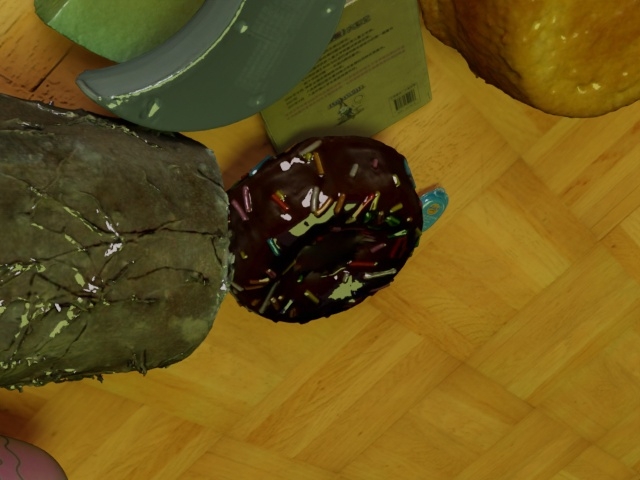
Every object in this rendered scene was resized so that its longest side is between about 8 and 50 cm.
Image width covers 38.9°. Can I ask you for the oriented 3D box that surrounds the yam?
[{"bbox_3d":[-0.253,-0.001,0.670,0.348,0.241,0.241,2,127,-36],"label":"yam"}]

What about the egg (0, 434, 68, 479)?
[{"bbox_3d":[-0.378,0.278,0.872,0.271,0.196,0.196,-11,133,-18],"label":"egg"}]

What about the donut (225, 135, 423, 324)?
[{"bbox_3d":[0.000,0.000,0.910,0.235,0.089,0.235,-19,146,-13],"label":"donut"}]

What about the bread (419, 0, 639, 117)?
[{"bbox_3d":[0.238,-0.255,0.775,0.312,0.172,0.312,-18,138,-17],"label":"bread"}]

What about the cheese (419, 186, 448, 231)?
[{"bbox_3d":[0.110,-0.016,1.032,0.047,0.017,0.111,13,121,-35],"label":"cheese"}]

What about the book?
[{"bbox_3d":[0.023,-0.144,0.829,0.168,0.013,0.192,-30,152,-4],"label":"book"}]

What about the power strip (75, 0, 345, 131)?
[{"bbox_3d":[-0.059,-0.187,0.665,0.168,0.054,0.253,17,117,-42],"label":"power strip"}]

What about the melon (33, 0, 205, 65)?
[{"bbox_3d":[-0.100,-0.186,0.740,0.262,0.053,0.114,5,108,-40],"label":"melon"}]
